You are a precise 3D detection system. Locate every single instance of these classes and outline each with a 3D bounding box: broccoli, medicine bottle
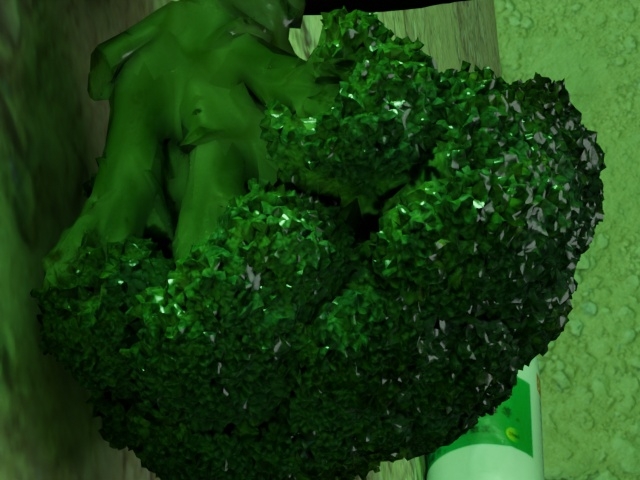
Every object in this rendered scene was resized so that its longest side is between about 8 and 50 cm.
[{"bbox_3d":[0.000,0.000,0.530,0.156,0.195,0.195,59,0,24],"label":"broccoli"},{"bbox_3d":[0.129,0.152,1.335,0.260,0.095,0.095,-84,164,-46],"label":"medicine bottle"}]

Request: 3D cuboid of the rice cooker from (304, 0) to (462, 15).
[{"bbox_3d":[0.022,-0.201,0.554,0.267,0.224,0.267,180,-90,-90],"label":"rice cooker"}]
